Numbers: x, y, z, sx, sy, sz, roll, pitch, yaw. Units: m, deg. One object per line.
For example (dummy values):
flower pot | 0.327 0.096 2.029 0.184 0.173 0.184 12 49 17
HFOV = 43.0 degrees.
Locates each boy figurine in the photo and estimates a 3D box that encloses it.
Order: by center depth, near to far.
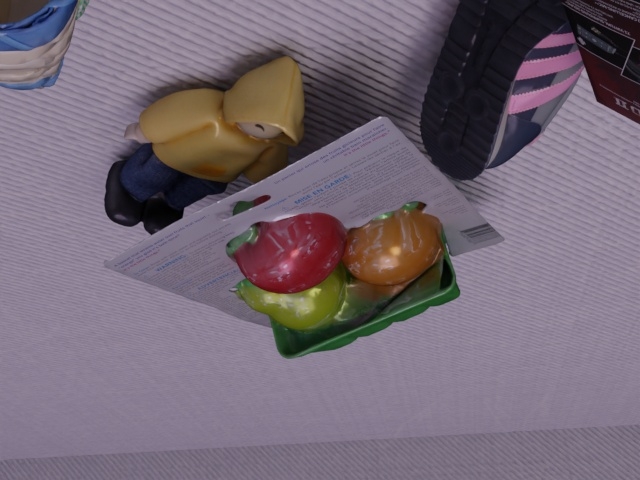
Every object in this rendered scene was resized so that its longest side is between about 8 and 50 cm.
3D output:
boy figurine | -0.104 -0.091 0.842 0.177 0.092 0.285 26 145 -35

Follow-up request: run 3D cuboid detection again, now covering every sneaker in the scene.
sneaker | 0.189 -0.192 0.681 0.131 0.112 0.319 -26 156 -33

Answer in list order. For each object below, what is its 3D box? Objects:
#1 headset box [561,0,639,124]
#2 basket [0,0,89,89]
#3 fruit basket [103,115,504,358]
headset box | 0.262 -0.205 0.509 0.218 0.110 0.293 -48 141 1
basket | -0.216 -0.223 0.441 0.201 0.254 0.289 4 170 -5
fruit basket | 0.000 0.000 0.899 0.327 0.165 0.353 -26 146 21
